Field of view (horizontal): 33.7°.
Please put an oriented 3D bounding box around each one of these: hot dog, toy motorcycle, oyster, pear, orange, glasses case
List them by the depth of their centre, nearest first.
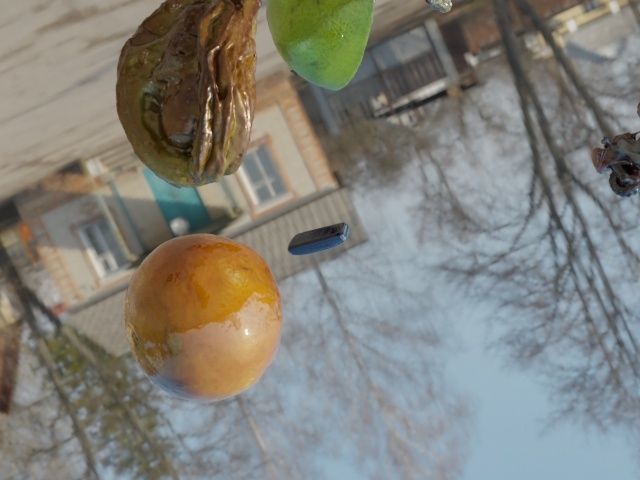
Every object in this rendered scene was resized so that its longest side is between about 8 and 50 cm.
[{"bbox_3d":[-0.141,-0.183,1.155,0.175,0.114,0.259,-21,-131,27],"label":"hot dog"},{"bbox_3d":[0.000,0.000,1.313,0.083,0.023,0.033,-14,-153,29],"label":"glasses case"},{"bbox_3d":[-0.183,0.120,1.629,0.261,0.261,0.261,-24,-174,3],"label":"orange"},{"bbox_3d":[0.226,-0.452,1.962,0.080,0.083,0.038,-4,-132,42],"label":"oyster"},{"bbox_3d":[0.587,-0.190,1.975,0.213,0.118,0.084,-61,151,5],"label":"toy motorcycle"},{"bbox_3d":[0.004,-0.448,1.978,0.139,0.288,0.239,-4,169,-35],"label":"pear"}]
